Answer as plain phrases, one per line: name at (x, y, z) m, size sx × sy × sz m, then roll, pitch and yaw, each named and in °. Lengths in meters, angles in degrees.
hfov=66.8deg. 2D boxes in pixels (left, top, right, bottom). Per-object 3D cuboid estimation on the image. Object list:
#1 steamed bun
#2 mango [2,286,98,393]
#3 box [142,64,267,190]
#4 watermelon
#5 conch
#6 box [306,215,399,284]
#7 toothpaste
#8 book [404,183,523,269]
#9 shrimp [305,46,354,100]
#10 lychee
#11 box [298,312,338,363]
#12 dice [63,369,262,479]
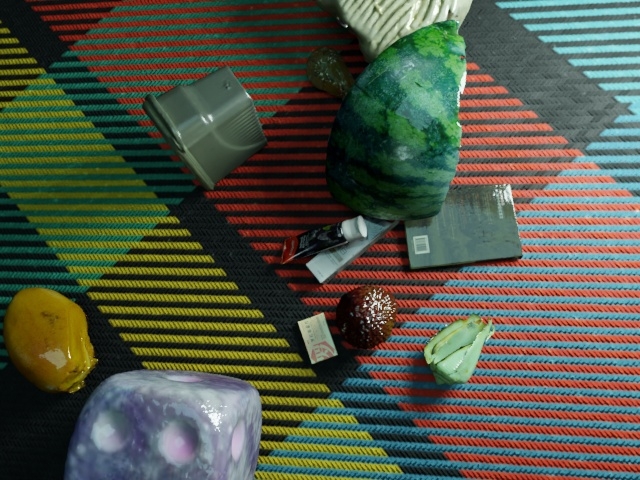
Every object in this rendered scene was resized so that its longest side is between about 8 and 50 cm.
steamed bun at (0.162, -0.529, 1.010) m, size 0.347 × 0.237 × 0.393 m, roll 4°, pitch 101°, yaw 20°
mango at (-0.577, 0.203, 1.028) m, size 0.154 × 0.126 × 0.252 m, roll -35°, pitch 76°, yaw -12°
box at (-0.223, -0.231, 0.993) m, size 0.178 × 0.274 × 0.138 m, roll -36°, pitch 79°, yaw -7°
watermelon at (0.183, -0.194, 0.913) m, size 0.319 × 0.292 × 0.222 m, roll -28°, pitch 56°, yaw -14°
conch at (0.266, 0.205, 0.951) m, size 0.106 × 0.079 × 0.170 m, roll 38°, pitch 71°, yaw 6°
box at (0.070, 0.005, 1.024) m, size 0.218 × 0.039 × 0.055 m, roll -40°, pitch 75°, yaw -1°
toothpaste at (0.000, 0.000, 1.000) m, size 0.194 × 0.045 × 0.071 m, roll -16°, pitch 43°, yaw 25°
book at (0.291, -0.029, 1.010) m, size 0.228 × 0.024 × 0.160 m, roll -7°, pitch 80°, yaw 6°
shrimp at (0.033, -0.364, 1.099) m, size 0.091 × 0.043 × 0.184 m, roll -39°, pitch 71°, yaw 7°
lychee at (0.093, 0.148, 0.958) m, size 0.129 × 0.123 × 0.123 m, roll -23°, pitch 78°, yaw -6°
box at (-0.005, 0.204, 1.010) m, size 0.058 × 0.015 × 0.093 m, roll -20°, pitch 77°, yaw 2°
dice at (-0.266, 0.387, 0.880) m, size 0.270 × 0.270 × 0.271 m, roll 5°, pitch 81°, yaw 8°
